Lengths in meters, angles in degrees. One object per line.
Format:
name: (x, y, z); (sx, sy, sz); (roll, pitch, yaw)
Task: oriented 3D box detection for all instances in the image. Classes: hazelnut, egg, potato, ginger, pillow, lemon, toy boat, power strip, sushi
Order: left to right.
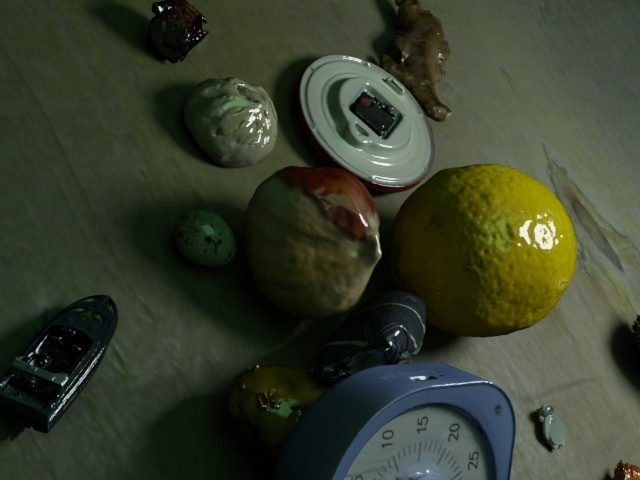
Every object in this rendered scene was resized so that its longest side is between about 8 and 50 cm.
toy boat: (-0.346, 0.152, 1.317); (0.093, 0.103, 0.246); (21, 41, 8)
sushi: (-0.260, -0.377, 1.738); (0.098, 0.094, 0.084); (41, 44, -6)
egg: (-0.181, -0.002, 1.548); (0.110, 0.085, 0.085); (35, 46, -23)
potato: (-0.006, 0.276, 1.449); (0.300, 0.140, 0.173); (24, 34, -28)
hazelnut: (0.000, 0.000, 1.574); (0.261, 0.241, 0.261); (-27, 121, -58)
pillow: (0.083, 0.146, 1.517); (0.092, 0.161, 0.335); (67, 14, -4)
ginger: (0.206, -0.399, 2.109); (0.166, 0.080, 0.333); (14, 59, -11)
lemon: (0.285, 0.017, 1.718); (0.336, 0.336, 0.336); (19, 52, -25)
power strip: (0.422, 0.343, 1.799); (0.055, 0.035, 0.083); (-14, 83, -41)

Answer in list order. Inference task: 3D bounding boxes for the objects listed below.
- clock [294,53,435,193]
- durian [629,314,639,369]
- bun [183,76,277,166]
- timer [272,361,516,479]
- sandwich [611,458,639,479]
clock: (0.092, -0.234, 1.909); (0.318, 0.080, 0.318); (19, 51, -26)
durian: (0.715, 0.234, 1.996); (0.237, 0.138, 0.193); (-94, 166, -54)
bun: (-0.144, -0.218, 1.710); (0.183, 0.102, 0.183); (17, 55, -27)
timer: (0.096, 0.363, 1.330); (0.395, 0.173, 0.395); (-8, 105, -34)
sandwich: (0.587, 0.505, 1.780); (0.159, 0.079, 0.235); (33, 42, 0)
